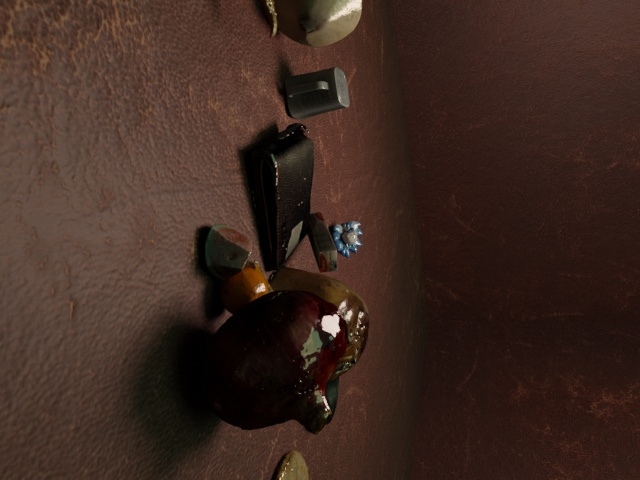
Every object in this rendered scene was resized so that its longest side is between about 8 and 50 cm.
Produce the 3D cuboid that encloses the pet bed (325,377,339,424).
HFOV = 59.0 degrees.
[{"bbox_3d":[0.004,0.357,1.400,0.201,0.054,0.201,-2,90,-74],"label":"pet bed"}]

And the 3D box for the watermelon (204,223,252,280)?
[{"bbox_3d":[-0.148,0.011,0.913,0.084,0.072,0.092,-98,170,-54],"label":"watermelon"}]

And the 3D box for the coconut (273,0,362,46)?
[{"bbox_3d":[-0.010,-0.521,1.196,0.202,0.202,0.222,66,23,-51],"label":"coconut"}]

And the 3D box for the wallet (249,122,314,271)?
[{"bbox_3d":[-0.072,-0.094,1.180,0.221,0.071,0.262,-58,150,-62],"label":"wallet"}]

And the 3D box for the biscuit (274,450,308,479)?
[{"bbox_3d":[-0.063,0.559,1.194,0.220,0.033,0.219,-3,90,-73],"label":"biscuit"}]

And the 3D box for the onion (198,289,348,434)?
[{"bbox_3d":[-0.060,0.200,0.879,0.219,0.252,0.252,49,5,20],"label":"onion"}]

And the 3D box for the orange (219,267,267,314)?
[{"bbox_3d":[-0.128,0.085,0.946,0.083,0.084,0.083,-2,90,-73],"label":"orange"}]

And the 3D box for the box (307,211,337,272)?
[{"bbox_3d":[0.000,0.000,1.296,0.218,0.040,0.055,-110,-165,-62],"label":"box"}]

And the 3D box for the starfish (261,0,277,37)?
[{"bbox_3d":[-0.168,-0.501,0.873,0.293,0.084,0.301,-2,87,-69],"label":"starfish"}]

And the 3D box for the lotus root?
[{"bbox_3d":[-0.001,0.185,1.210,0.272,0.192,0.272,6,90,-73],"label":"lotus root"}]

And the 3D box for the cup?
[{"bbox_3d":[-0.015,-0.337,1.284,0.128,0.130,0.095,-12,93,-69],"label":"cup"}]

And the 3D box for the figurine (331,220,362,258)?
[{"bbox_3d":[0.075,0.001,1.617,0.114,0.079,0.114,4,85,-47],"label":"figurine"}]

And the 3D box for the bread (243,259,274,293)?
[{"bbox_3d":[-0.114,0.093,1.039,0.072,0.053,0.106,-79,154,-46],"label":"bread"}]
